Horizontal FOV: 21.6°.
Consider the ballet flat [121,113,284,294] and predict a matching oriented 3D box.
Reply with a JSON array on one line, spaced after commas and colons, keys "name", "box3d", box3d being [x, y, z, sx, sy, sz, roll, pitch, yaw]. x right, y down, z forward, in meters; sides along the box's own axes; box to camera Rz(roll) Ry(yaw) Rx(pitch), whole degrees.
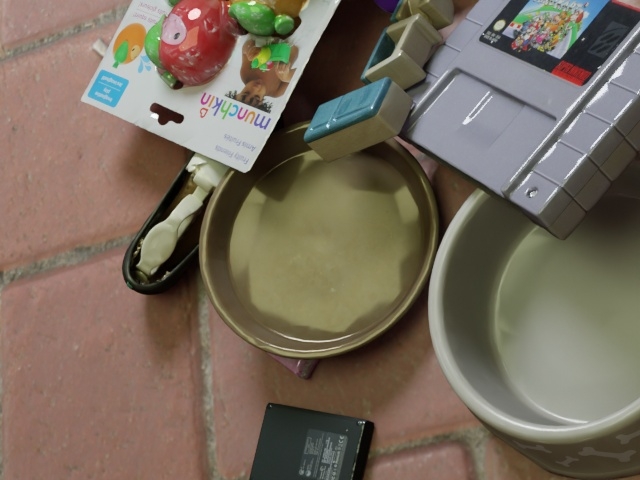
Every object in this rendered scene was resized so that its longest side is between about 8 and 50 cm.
[{"name": "ballet flat", "box3d": [-0.137, -0.045, 1.957, 0.095, 0.096, 0.280, 35, 100, 3]}]

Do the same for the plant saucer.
[{"name": "plant saucer", "box3d": [0.000, 0.000, 1.854, 0.278, 0.041, 0.277, -6, 71, 17]}]

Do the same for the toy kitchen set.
[{"name": "toy kitchen set", "box3d": [0.026, -0.224, 1.811, 0.122, 0.166, 0.207, -20, 36, 49]}]

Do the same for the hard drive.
[{"name": "hard drive", "box3d": [-0.012, 0.233, 1.829, 0.135, 0.022, 0.094, 6, 78, 35]}]

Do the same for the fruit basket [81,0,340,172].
[{"name": "fruit basket", "box3d": [-0.116, -0.283, 1.959, 0.327, 0.165, 0.353, 26, 82, 42]}]

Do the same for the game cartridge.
[{"name": "game cartridge", "box3d": [0.214, -0.153, 1.685, 0.230, 0.068, 0.355, -53, 30, 1]}]

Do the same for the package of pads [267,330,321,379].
[{"name": "package of pads", "box3d": [-0.034, 0.114, 1.878, 0.083, 0.032, 0.050, 34, 92, 37]}]

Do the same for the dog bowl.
[{"name": "dog bowl", "box3d": [0.261, 0.057, 1.656, 0.349, 0.102, 0.348, -12, 68, 30]}]

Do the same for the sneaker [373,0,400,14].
[{"name": "sneaker", "box3d": [0.131, -0.385, 1.852, 0.293, 0.146, 0.102, -48, 54, 20]}]
